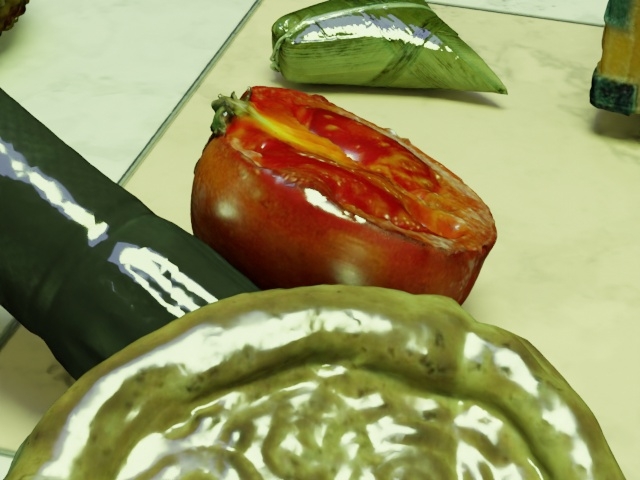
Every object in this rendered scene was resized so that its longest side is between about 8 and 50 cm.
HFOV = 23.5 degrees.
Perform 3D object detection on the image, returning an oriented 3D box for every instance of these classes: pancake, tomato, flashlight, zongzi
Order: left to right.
[{"bbox_3d":[-0.182,-0.063,0.655,0.424,0.103,0.103,38,43,12],"label":"flashlight"},{"bbox_3d":[0.000,0.000,0.684,0.139,0.091,0.159,25,16,-5],"label":"tomato"},{"bbox_3d":[0.002,0.120,0.517,0.250,0.031,0.250,5,54,-6],"label":"pancake"},{"bbox_3d":[0.036,-0.102,0.904,0.104,0.052,0.113,-25,54,-24],"label":"zongzi"}]

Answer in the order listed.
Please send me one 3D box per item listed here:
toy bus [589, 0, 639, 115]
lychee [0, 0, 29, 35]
[{"bbox_3d":[0.323,-0.133,0.823,0.323,0.194,0.162,16,37,20],"label":"toy bus"},{"bbox_3d":[-0.241,-0.177,0.912,0.171,0.171,0.171,1,33,-1],"label":"lychee"}]
